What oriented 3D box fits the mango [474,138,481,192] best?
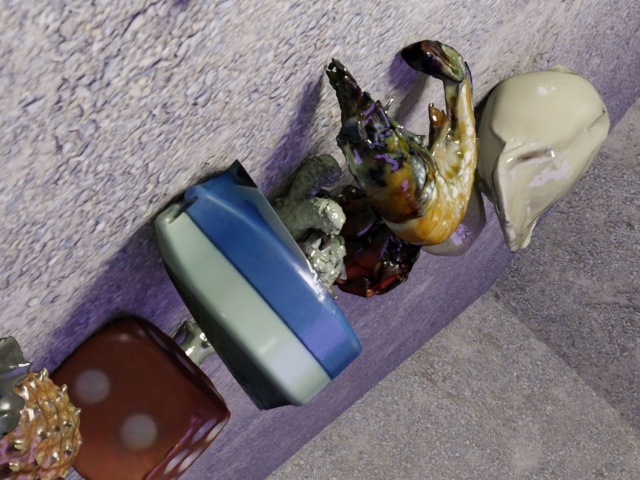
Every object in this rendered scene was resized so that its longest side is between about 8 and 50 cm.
[{"bbox_3d":[0.313,-0.148,1.979,0.163,0.089,0.117,-35,162,-37],"label":"mango"}]

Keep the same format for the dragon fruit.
[{"bbox_3d":[0.067,0.003,1.556,0.182,0.182,0.189,-44,155,-5],"label":"dragon fruit"}]

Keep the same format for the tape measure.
[{"bbox_3d":[-0.073,0.064,1.188,0.138,0.262,0.259,-34,164,-3],"label":"tape measure"}]

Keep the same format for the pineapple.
[{"bbox_3d":[-0.331,0.160,0.965,0.170,0.141,0.310,-40,158,-3],"label":"pineapple"}]

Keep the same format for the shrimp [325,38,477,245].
[{"bbox_3d":[0.123,-0.150,1.340,0.445,0.085,0.272,32,74,-58],"label":"shrimp"}]

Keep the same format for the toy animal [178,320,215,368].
[{"bbox_3d":[-0.222,0.206,1.468,0.225,0.094,0.121,-40,156,-16],"label":"toy animal"}]

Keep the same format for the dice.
[{"bbox_3d":[-0.228,0.214,1.285,0.175,0.179,0.174,-42,166,-3],"label":"dice"}]

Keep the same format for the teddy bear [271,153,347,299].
[{"bbox_3d":[-0.020,-0.004,1.385,0.213,0.111,0.133,88,3,-48],"label":"teddy bear"}]

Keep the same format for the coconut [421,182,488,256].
[{"bbox_3d":[0.218,-0.048,1.846,0.161,0.161,0.162,-48,156,8],"label":"coconut"}]

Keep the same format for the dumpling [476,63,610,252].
[{"bbox_3d":[0.379,-0.128,1.809,0.395,0.233,0.316,-55,145,-52],"label":"dumpling"}]
